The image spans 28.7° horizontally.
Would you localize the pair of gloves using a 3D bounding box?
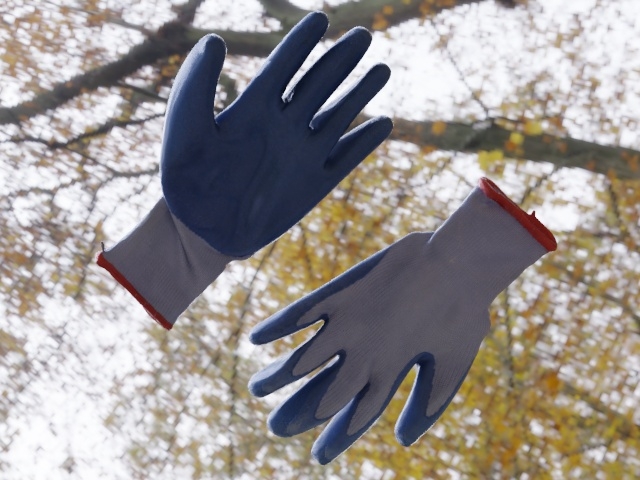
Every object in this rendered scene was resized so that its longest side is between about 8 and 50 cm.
[{"bbox_3d":[0.000,0.000,0.557,0.198,0.023,0.159,44,-88,-14],"label":"pair of gloves"}]
